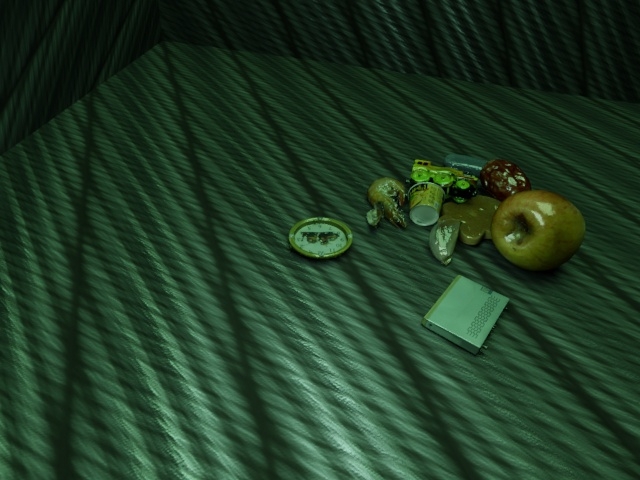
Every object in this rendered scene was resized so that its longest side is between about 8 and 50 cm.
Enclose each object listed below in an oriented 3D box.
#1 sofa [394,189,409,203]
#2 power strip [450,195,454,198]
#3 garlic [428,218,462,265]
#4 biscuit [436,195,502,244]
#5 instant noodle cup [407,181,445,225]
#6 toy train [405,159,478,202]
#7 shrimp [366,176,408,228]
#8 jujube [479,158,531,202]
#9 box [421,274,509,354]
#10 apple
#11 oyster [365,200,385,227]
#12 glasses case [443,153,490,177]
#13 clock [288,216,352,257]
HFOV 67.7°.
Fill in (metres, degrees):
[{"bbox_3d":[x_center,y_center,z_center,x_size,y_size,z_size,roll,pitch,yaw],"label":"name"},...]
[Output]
[{"bbox_3d":[0.371,-0.178,2.009,0.117,0.060,0.039,14,47,9],"label":"sofa"},{"bbox_3d":[0.541,-0.235,2.113,0.271,0.052,0.078,16,39,13],"label":"power strip"},{"bbox_3d":[0.453,-0.006,1.768,0.101,0.087,0.196,15,57,20],"label":"garlic"},{"bbox_3d":[0.627,-0.088,1.938,0.275,0.052,0.354,29,42,29],"label":"biscuit"},{"bbox_3d":[0.418,-0.142,1.909,0.151,0.152,0.122,12,46,7],"label":"instant noodle cup"},{"bbox_3d":[0.514,-0.250,2.009,0.296,0.101,0.161,13,49,16],"label":"toy train"},{"bbox_3d":[0.297,-0.161,1.947,0.152,0.063,0.287,-34,52,-2],"label":"shrimp"},{"bbox_3d":[0.804,-0.253,2.078,0.174,0.174,0.250,-4,37,-13],"label":"jujube"},{"bbox_3d":[0.469,0.231,1.522,0.210,0.045,0.270,27,42,24],"label":"box"},{"bbox_3d":[0.784,-0.041,1.717,0.275,0.299,0.299,-15,42,-38],"label":"apple"},{"bbox_3d":[0.221,-0.103,1.867,0.056,0.106,0.177,19,1,-9],"label":"oyster"},{"bbox_3d":[0.729,-0.352,2.273,0.282,0.067,0.109,16,42,10],"label":"glasses case"},{"bbox_3d":[0.000,0.000,1.740,0.236,0.057,0.237,2,38,-2],"label":"clock"}]
